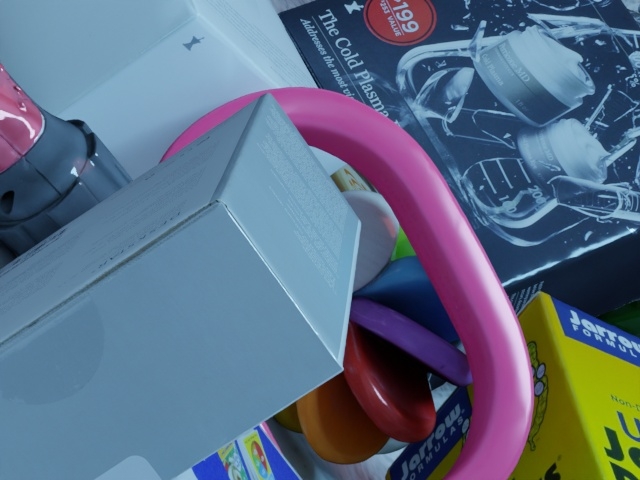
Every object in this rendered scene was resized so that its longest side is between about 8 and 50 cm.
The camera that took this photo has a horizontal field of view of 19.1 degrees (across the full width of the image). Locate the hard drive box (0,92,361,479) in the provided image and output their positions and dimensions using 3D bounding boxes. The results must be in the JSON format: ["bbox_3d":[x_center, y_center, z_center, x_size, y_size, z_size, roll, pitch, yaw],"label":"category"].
[{"bbox_3d":[-0.081,0.035,0.870,0.089,0.181,0.232,55,12,-10],"label":"hard drive box"}]

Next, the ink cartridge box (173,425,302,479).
[{"bbox_3d":[-0.003,0.233,0.929,0.307,0.072,0.303,55,10,-15],"label":"ink cartridge box"}]

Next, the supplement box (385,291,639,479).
[{"bbox_3d":[0.195,0.237,1.216,0.194,0.195,0.356,25,28,-24],"label":"supplement box"}]

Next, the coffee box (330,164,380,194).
[{"bbox_3d":[0.000,0.000,1.505,0.141,0.098,0.246,60,12,19],"label":"coffee box"}]

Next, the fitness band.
[{"bbox_3d":[0.008,0.047,1.152,0.291,0.209,0.054,63,-24,7],"label":"fitness band"}]

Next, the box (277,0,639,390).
[{"bbox_3d":[0.162,-0.087,1.773,0.343,0.312,0.179,60,-20,24],"label":"box"}]

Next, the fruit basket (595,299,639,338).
[{"bbox_3d":[0.368,0.190,2.071,0.283,0.392,0.392,52,12,-16],"label":"fruit basket"}]

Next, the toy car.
[{"bbox_3d":[0.045,0.067,1.254,0.159,0.182,0.136,35,3,-34],"label":"toy car"}]

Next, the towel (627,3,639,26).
[{"bbox_3d":[0.376,-0.080,1.852,0.235,0.121,0.283,36,-35,56],"label":"towel"}]

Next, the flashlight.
[{"bbox_3d":[-0.200,-0.095,0.963,0.304,0.103,0.103,50,39,-29],"label":"flashlight"}]

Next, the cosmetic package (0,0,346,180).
[{"bbox_3d":[-0.118,-0.140,1.266,0.224,0.138,0.224,39,19,-56],"label":"cosmetic package"}]
